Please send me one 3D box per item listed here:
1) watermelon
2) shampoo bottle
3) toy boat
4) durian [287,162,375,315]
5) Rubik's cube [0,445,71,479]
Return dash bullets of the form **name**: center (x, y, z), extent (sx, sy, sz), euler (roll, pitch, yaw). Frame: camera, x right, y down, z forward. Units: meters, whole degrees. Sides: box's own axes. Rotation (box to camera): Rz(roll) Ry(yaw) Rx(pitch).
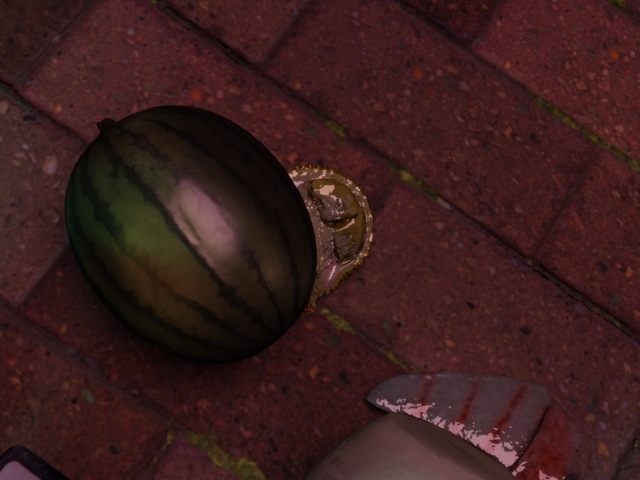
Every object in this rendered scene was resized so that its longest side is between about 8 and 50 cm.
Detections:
- **watermelon**: center (-0.166, -0.017, 1.373), extent (0.279, 0.279, 0.359), euler (-39, 88, -24)
- **shampoo bottle**: center (0.103, 0.375, 1.269), extent (0.322, 0.322, 0.317), euler (33, 85, -1)
- **toy boat**: center (0.205, 0.246, 1.497), extent (0.282, 0.096, 0.206), euler (27, 58, 10)
- **durian**: center (0.000, 0.000, 1.522), extent (0.146, 0.102, 0.208), euler (4, 92, -11)
- **Rubik's cube**: center (-0.260, 0.452, 1.101), extent (0.318, 0.316, 0.313), euler (28, 62, 25)
